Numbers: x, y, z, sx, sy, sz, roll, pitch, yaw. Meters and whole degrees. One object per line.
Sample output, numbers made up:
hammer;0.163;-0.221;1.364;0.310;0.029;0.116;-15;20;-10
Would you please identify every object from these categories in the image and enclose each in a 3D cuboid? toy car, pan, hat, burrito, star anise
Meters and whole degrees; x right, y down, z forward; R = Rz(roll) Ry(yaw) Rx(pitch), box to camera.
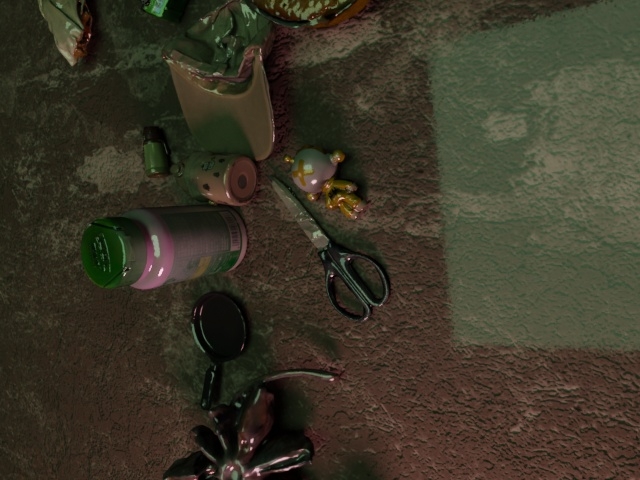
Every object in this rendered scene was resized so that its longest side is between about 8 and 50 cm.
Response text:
toy car;-0.265;-0.480;1.002;0.062;0.071;0.165;37;111;11
pan;-0.200;0.211;1.057;0.136;0.028;0.235;15;100;29
hat;-0.143;-0.274;0.956;0.214;0.149;0.244;10;137;29
burrito;-0.559;-0.564;1.160;0.117;0.076;0.392;-25;82;29
star anise;-0.109;0.385;0.979;0.360;0.139;0.315;-10;98;15

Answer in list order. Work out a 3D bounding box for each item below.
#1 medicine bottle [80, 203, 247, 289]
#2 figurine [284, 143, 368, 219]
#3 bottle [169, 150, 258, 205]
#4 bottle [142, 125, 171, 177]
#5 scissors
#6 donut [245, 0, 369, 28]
medicine bottle;-0.254;0.008;0.926;0.133;0.274;0.133;3;96;29
figurine;0.009;-0.090;0.887;0.101;0.068;0.143;-24;100;37
bottle;-0.193;-0.112;0.984;0.152;0.099;0.099;7;99;32
bottle;-0.323;-0.176;1.083;0.063;0.047;0.101;-10;85;3
scissors;0.000;0.000;0.923;0.109;0.022;0.300;-45;72;22
donut;-0.007;-0.450;0.838;0.272;0.107;0.272;6;103;27
